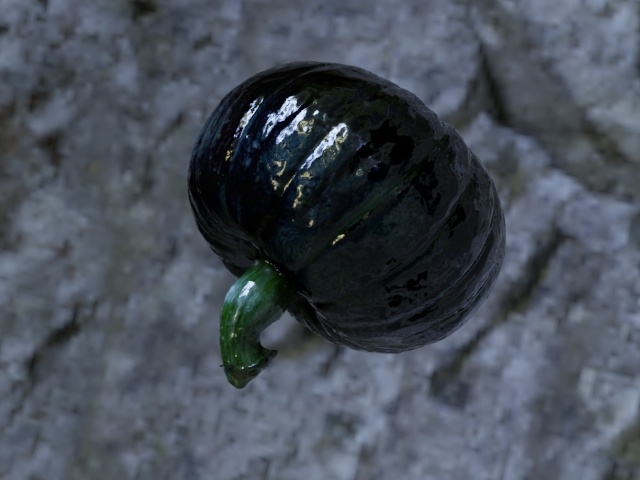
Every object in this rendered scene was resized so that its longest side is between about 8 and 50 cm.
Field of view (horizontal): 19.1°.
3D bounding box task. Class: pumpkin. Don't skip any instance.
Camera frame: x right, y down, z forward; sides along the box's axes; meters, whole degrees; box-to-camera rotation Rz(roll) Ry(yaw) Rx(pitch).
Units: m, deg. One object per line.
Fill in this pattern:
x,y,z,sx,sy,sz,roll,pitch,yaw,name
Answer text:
0.000,0.000,1.391,0.248,0.248,0.248,-34,-51,-55,pumpkin
